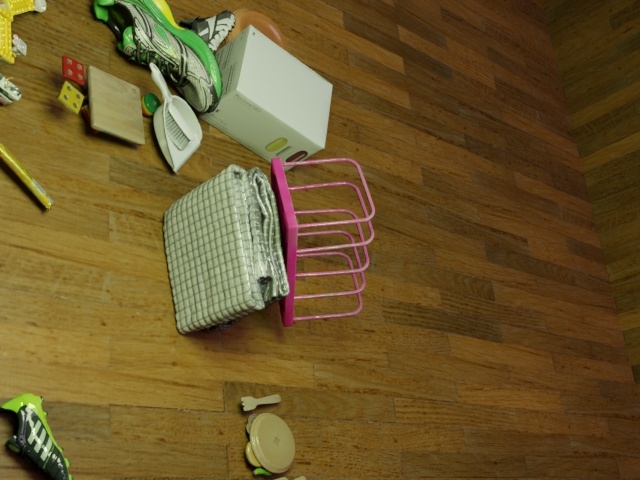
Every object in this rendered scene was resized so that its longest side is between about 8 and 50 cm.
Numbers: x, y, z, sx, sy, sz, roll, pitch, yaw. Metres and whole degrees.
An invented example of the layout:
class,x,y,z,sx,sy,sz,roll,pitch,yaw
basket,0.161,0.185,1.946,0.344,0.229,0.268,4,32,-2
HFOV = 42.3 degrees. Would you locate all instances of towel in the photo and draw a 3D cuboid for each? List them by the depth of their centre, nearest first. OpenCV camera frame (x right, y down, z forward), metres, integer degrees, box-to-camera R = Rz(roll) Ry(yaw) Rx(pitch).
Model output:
class,x,y,z,sx,sy,sz,roll,pitch,yaw
towel,-0.181,0.025,1.609,0.121,0.235,0.284,6,65,-48

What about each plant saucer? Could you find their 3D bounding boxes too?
class,x,y,z,sx,sy,sz,roll,pitch,yaw
plant saucer,-0.150,-0.490,2.054,0.200,0.037,0.200,22,55,-36

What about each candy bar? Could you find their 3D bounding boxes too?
class,x,y,z,sx,sy,sz,roll,pitch,yaw
candy bar,-0.528,-0.117,1.463,0.161,0.018,0.040,54,-1,-22

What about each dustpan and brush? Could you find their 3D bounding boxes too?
class,x,y,z,sx,sy,sz,roll,pitch,yaw
dustpan and brush,-0.311,-0.267,1.716,0.211,0.060,0.147,58,31,-21

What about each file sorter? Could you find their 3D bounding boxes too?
class,x,y,z,sx,sy,sz,roll,pitch,yaw
file sorter,0.000,0.000,1.689,0.182,0.291,0.202,-5,46,-10

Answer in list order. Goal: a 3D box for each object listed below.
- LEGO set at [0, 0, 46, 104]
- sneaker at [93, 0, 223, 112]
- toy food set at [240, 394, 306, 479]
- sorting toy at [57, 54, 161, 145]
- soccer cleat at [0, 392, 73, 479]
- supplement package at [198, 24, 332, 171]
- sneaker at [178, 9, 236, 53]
class,x,y,z,sx,sy,sz,roll,pitch,yaw
LEGO set,-0.601,-0.390,1.523,0.132,0.107,0.287,67,19,-55
sneaker,-0.348,-0.400,1.756,0.343,0.134,0.146,47,50,-5
toy food set,-0.103,0.405,1.646,0.132,0.038,0.192,6,61,-52
sorting toy,-0.422,-0.261,1.634,0.274,0.046,0.132,18,57,-55
soccer cleat,-0.452,0.330,1.312,0.072,0.060,0.179,-19,78,-39
supplement package,-0.120,-0.324,1.917,0.262,0.145,0.204,30,51,-31
sneaker,-0.269,-0.481,1.897,0.106,0.078,0.234,38,44,-16
